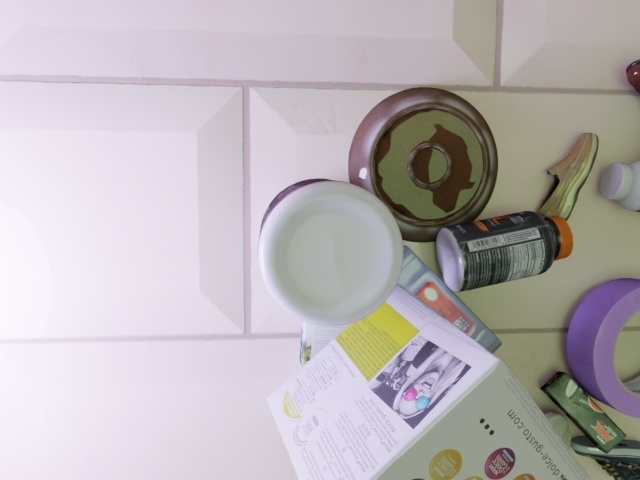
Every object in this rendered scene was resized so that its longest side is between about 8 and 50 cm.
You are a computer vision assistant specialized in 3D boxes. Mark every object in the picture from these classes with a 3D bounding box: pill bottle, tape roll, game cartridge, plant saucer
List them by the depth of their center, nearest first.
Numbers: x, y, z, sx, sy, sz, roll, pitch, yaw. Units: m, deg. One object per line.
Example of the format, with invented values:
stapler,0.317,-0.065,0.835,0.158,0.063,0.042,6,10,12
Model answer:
pill bottle,0.000,0.000,0.967,0.210,0.363,0.210,-1,97,-6
pill bottle,0.362,0.015,1.121,0.245,0.130,0.130,-11,98,-9
plant saucer,0.211,-0.148,1.132,0.310,0.050,0.311,-1,96,-6
pill bottle,0.670,-0.104,1.155,0.184,0.103,0.103,9,96,-7
game cartridge,0.206,0.179,1.168,0.294,0.060,0.196,44,95,-9
tape roll,0.655,0.219,1.183,0.274,0.090,0.275,-1,94,-13

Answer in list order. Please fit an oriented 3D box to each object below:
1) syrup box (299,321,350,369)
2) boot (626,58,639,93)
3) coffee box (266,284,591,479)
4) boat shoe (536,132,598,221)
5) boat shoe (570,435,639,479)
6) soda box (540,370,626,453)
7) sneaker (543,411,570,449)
syrup box,0.006,0.245,1.132,0.096,0.093,0.237,1,97,-6
boot,0.683,-0.192,1.102,0.264,0.096,0.280,30,69,-12
coffee box,0.163,0.340,0.954,0.334,0.338,0.338,-41,113,-4
boat shoe,0.494,-0.133,1.156,0.072,0.068,0.190,20,94,4
boat shoe,0.625,0.477,1.237,0.183,0.065,0.083,8,94,-8
soda box,0.545,0.355,1.191,0.060,0.053,0.169,-42,76,0
sneaker,0.370,0.440,1.169,0.350,0.148,0.131,-14,95,-36
